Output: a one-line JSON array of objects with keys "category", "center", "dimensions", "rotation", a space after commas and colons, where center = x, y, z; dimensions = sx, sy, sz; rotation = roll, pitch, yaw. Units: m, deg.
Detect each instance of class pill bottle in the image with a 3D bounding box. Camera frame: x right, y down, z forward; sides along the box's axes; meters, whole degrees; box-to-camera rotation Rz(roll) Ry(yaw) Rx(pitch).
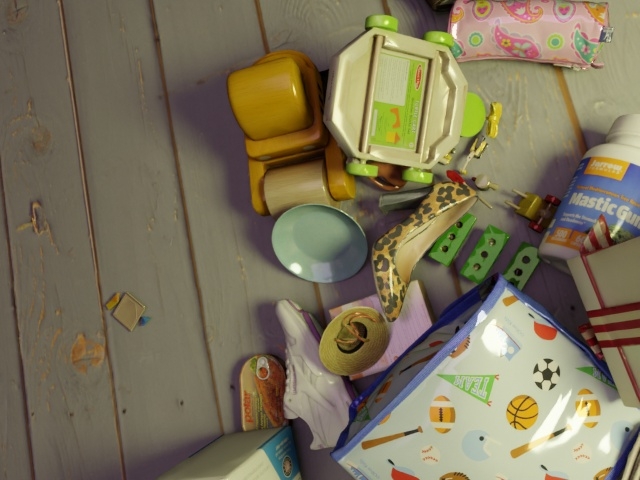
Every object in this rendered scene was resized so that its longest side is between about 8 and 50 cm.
[{"category": "pill bottle", "center": [0.491, -0.066, 0.944], "dimensions": [0.152, 0.152, 0.272], "rotation": [25, 87, 20]}]

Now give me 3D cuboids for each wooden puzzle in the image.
[{"category": "wooden puzzle", "center": [-0.449, 0.166, 1.326], "dimensions": [0.116, 0.014, 0.078], "rotation": [41, 102, 19]}]

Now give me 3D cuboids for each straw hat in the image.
[{"category": "straw hat", "center": [0.054, 0.172, 1.046], "dimensions": [0.144, 0.144, 0.061], "rotation": [-52, 29, 7]}]

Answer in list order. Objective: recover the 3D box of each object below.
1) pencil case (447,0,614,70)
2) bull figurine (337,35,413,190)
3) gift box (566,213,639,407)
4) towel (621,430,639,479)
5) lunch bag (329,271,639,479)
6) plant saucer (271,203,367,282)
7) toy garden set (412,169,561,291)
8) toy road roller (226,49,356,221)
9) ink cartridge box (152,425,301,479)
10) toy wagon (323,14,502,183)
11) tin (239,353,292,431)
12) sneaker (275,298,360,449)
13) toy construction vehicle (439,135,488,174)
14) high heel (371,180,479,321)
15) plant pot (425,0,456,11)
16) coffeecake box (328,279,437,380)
[{"category": "pencil case", "center": [0.380, -0.383, 1.046], "dimensions": [0.284, 0.124, 0.124], "rotation": [11, 87, 19]}, {"category": "bull figurine", "center": [0.137, -0.254, 1.093], "dimensions": [0.101, 0.189, 0.310], "rotation": [12, 95, 59]}, {"category": "gift box", "center": [0.514, 0.062, 0.755], "dimensions": [0.255, 0.258, 0.276], "rotation": [-10, 77, -8]}, {"category": "towel", "center": [0.535, 0.374, 0.844], "dimensions": [0.049, 0.282, 0.187], "rotation": [26, 94, 62]}, {"category": "lunch bag", "center": [0.270, 0.287, 0.910], "dimensions": [0.328, 0.239, 0.385], "rotation": [41, 105, 2]}, {"category": "plant saucer", "center": [0.000, 0.000, 1.135], "dimensions": [0.195, 0.037, 0.194], "rotation": [6, 126, 8]}, {"category": "toy garden set", "center": [0.306, -0.030, 1.067], "dimensions": [0.244, 0.049, 0.203], "rotation": [32, 96, 21]}, {"category": "toy road roller", "center": [-0.069, -0.213, 1.117], "dimensions": [0.203, 0.241, 0.329], "rotation": [-10, 80, 18]}, {"category": "ink cartridge box", "center": [-0.131, 0.571, 1.001], "dimensions": [0.166, 0.285, 0.394], "rotation": [-13, 85, 17]}, {"category": "toy wagon", "center": [0.173, -0.238, 1.018], "dimensions": [0.068, 0.345, 0.267], "rotation": [21, 105, 63]}, {"category": "tin", "center": [-0.113, 0.331, 1.175], "dimensions": [0.106, 0.040, 0.189], "rotation": [-5, 82, 15]}, {"category": "sneaker", "center": [-0.032, 0.261, 1.105], "dimensions": [0.152, 0.114, 0.305], "rotation": [-30, 74, 5]}, {"category": "toy construction vehicle", "center": [0.275, -0.187, 1.102], "dimensions": [0.086, 0.035, 0.098], "rotation": [34, 95, 20]}, {"category": "high heel", "center": [0.191, 0.015, 1.011], "dimensions": [0.186, 0.093, 0.261], "rotation": [-7, 65, 27]}, {"category": "plant pot", "center": [0.238, -0.575, 1.088], "dimensions": [0.216, 0.215, 0.230], "rotation": [-15, 91, 17]}, {"category": "coffeecake box", "center": [0.128, 0.173, 1.091], "dimensions": [0.186, 0.068, 0.142], "rotation": [-21, 77, 16]}]
